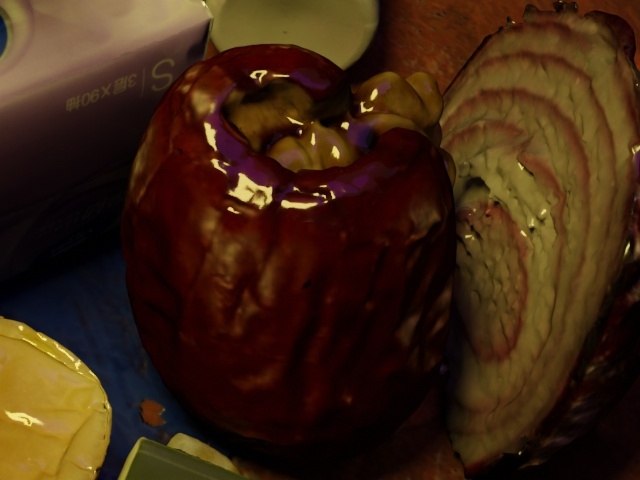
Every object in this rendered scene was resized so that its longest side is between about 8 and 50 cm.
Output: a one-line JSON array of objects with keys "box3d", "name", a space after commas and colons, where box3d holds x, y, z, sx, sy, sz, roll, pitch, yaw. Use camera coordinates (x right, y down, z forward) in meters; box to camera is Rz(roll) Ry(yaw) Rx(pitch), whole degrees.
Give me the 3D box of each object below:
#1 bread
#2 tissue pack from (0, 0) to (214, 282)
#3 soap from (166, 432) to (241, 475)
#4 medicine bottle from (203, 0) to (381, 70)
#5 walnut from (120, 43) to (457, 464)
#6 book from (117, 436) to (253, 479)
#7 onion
[{"box3d": [-0.229, 0.164, 1.084, 0.179, 0.133, 0.250, 18, 44, 3], "name": "bread"}, {"box3d": [-0.258, -0.058, 1.190, 0.338, 0.242, 0.160, -28, 68, -34], "name": "tissue pack"}, {"box3d": [-0.080, 0.281, 1.074, 0.199, 0.091, 0.315, 29, 48, 5], "name": "soap"}, {"box3d": [-0.018, -0.251, 1.499, 0.139, 0.139, 0.237, 12, 50, -9], "name": "medicine bottle"}, {"box3d": [0.000, 0.000, 1.214, 0.244, 0.269, 0.222, -23, 58, -28], "name": "walnut"}, {"box3d": [-0.003, 0.239, 1.058, 0.289, 0.026, 0.201, 20, 47, -1], "name": "book"}, {"box3d": [0.174, 0.001, 1.286, 0.146, 0.280, 0.314, 15, 48, -26], "name": "onion"}]
